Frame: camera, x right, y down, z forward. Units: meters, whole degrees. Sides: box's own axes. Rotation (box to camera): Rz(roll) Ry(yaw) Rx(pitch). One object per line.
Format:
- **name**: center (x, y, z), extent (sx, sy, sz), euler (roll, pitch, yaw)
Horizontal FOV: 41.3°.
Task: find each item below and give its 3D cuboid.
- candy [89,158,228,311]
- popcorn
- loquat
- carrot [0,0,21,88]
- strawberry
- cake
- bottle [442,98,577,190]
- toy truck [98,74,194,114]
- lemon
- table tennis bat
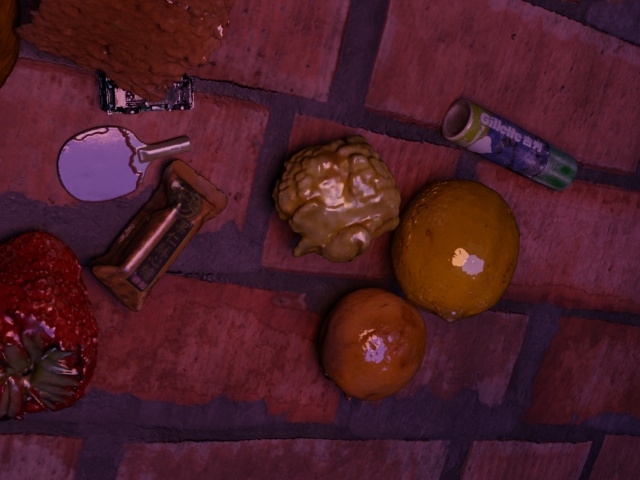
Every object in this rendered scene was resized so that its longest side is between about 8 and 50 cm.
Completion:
- **candy**: center (-0.288, -0.014, 1.503), extent (0.271, 0.101, 0.143), euler (-51, 128, -11)
- **popcorn**: center (0.035, -0.082, 1.601), extent (0.256, 0.195, 0.254), euler (11, 92, -30)
- **loquat**: center (0.107, 0.209, 1.724), extent (0.238, 0.193, 0.238), euler (-14, 118, -27)
- **carrot**: center (-0.548, -0.345, 1.189), extent (0.242, 0.341, 0.241), euler (4, 77, -16)
- **strawberry**: center (-0.489, 0.144, 1.399), extent (0.261, 0.257, 0.261), euler (-11, 131, -12)
- **cake**: center (-0.270, -0.409, 1.250), extent (0.282, 0.256, 0.290), euler (22, 60, -30)
- **bottle**: center (0.408, -0.197, 1.804), extent (0.330, 0.093, 0.093), euler (20, 96, -31)
- **toy truck**: center (-0.292, -0.248, 1.433), extent (0.147, 0.079, 0.065), euler (-7, 108, -24)
- **lemon**: center (0.269, 0.021, 1.694), extent (0.258, 0.258, 0.310), euler (35, 56, -32)
- **table tennis bat**: center (-0.339, -0.143, 1.478), extent (0.234, 0.022, 0.131), euler (-18, 113, -20)
